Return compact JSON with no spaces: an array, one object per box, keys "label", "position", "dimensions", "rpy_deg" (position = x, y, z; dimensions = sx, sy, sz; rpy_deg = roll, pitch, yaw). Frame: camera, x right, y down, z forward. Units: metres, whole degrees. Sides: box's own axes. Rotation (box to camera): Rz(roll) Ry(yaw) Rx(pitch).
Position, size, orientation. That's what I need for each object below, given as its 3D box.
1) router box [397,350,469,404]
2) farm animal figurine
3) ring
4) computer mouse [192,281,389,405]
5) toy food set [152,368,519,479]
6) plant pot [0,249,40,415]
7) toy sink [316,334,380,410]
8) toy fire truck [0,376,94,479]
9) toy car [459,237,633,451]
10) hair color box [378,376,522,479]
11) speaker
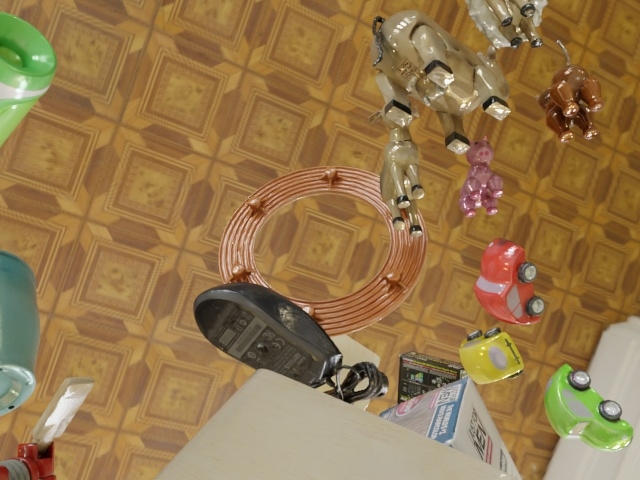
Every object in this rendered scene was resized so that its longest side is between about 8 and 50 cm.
[{"label":"router box","position":[0.192,0.248,1.097],"dimensions":[0.038,0.123,0.092],"rpy_deg":[-7,102,-51]},{"label":"farm animal figurine","position":[0.168,-0.182,0.837],"dimensions":[0.330,0.172,0.327],"rpy_deg":[-29,138,25]},{"label":"ring","position":[0.000,0.000,1.016],"dimensions":[0.337,0.336,0.032],"rpy_deg":[-31,143,-14]},{"label":"computer mouse","position":[-0.050,0.144,0.887],"dimensions":[0.272,0.188,0.072],"rpy_deg":[38,41,-8]},{"label":"toy food set","position":[-0.021,0.216,0.407],"dimensions":[0.220,0.306,0.092],"rpy_deg":[-44,123,-29]},{"label":"plant pot","position":[-0.661,0.195,1.224],"dimensions":[0.272,0.255,0.271],"rpy_deg":[-22,144,-17]},{"label":"toy sink","position":[-0.006,0.313,1.264],"dimensions":[0.131,0.153,0.234],"rpy_deg":[33,118,-1]},{"label":"toy fire truck","position":[-0.396,0.308,0.836],"dimensions":[0.159,0.217,0.246],"rpy_deg":[-7,76,13]},{"label":"toy car","position":[0.233,0.141,0.698],"dimensions":[0.053,0.225,0.239],"rpy_deg":[-27,143,-19]},{"label":"hair color box","position":[0.152,0.310,0.538],"dimensions":[0.105,0.174,0.347],"rpy_deg":[-27,86,17]},{"label":"speaker","position":[-0.498,-0.184,0.912],"dimensions":[0.297,0.131,0.131],"rpy_deg":[-35,113,31]}]
